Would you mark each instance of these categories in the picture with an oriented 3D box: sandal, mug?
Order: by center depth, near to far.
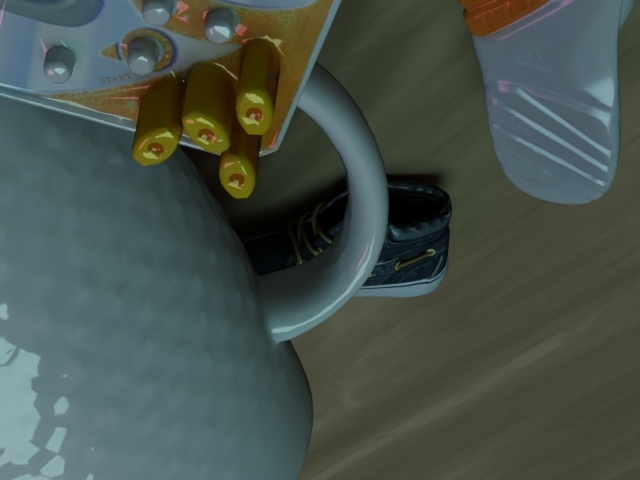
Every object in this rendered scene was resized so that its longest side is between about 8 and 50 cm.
[{"bbox_3d":[0.131,-0.139,0.916,0.102,0.076,0.265,8,135,18],"label":"sandal"},{"bbox_3d":[-0.143,0.009,0.926,0.374,0.276,0.328,-20,126,7],"label":"mug"}]

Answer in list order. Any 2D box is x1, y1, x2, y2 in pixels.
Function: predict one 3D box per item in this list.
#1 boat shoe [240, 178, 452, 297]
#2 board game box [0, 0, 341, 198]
[{"bbox_3d":[0.000,0.000,1.108,0.183,0.065,0.083,-7,142,-8],"label":"boat shoe"},{"bbox_3d":[-0.147,-0.206,0.632,0.390,0.050,0.390,14,133,-12],"label":"board game box"}]
